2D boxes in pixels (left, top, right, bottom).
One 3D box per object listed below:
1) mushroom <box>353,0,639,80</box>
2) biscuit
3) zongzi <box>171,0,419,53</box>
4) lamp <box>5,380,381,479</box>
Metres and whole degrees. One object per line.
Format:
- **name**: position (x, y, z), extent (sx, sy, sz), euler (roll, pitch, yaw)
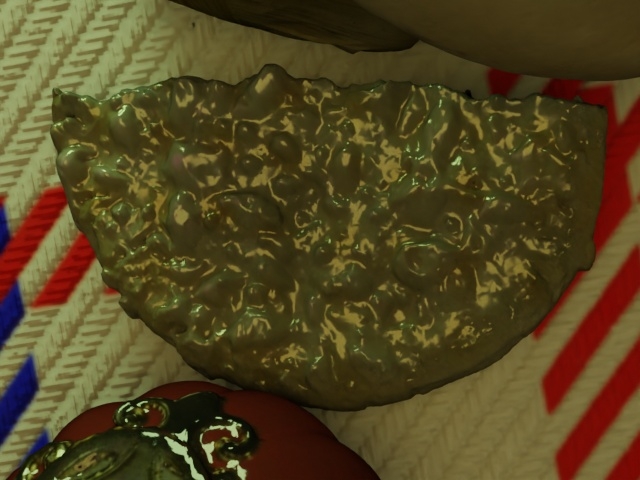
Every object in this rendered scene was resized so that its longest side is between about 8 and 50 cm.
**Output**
- **mushroom**: position (0.093, -0.244, 0.696), extent (0.362, 0.294, 0.362), euler (5, 80, -28)
- **biscuit**: position (0.000, 0.000, 0.806), extent (0.281, 0.084, 0.179), euler (5, 98, 5)
- **zongzi**: position (-0.035, -0.144, 0.743), extent (0.194, 0.197, 0.099), euler (23, 111, -1)
- **lamp**: position (-0.064, 0.179, 0.760), extent (0.227, 0.227, 0.226), euler (0, 93, 4)
